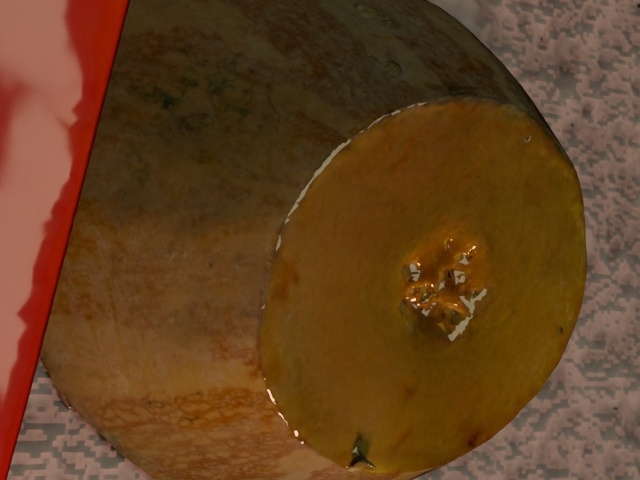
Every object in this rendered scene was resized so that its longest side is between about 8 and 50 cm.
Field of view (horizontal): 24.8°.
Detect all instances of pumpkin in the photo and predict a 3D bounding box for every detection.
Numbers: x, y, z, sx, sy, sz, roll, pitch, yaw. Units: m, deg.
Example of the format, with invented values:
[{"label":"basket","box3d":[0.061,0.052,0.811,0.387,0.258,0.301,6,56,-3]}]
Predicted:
[{"label":"pumpkin","box3d":[0.012,-0.007,0.514,0.217,0.110,0.217,0,90,-37]}]

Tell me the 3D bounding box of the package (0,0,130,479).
[{"label":"package","box3d":[-0.165,-0.046,0.391,0.196,0.123,0.424,21,76,-32]}]
